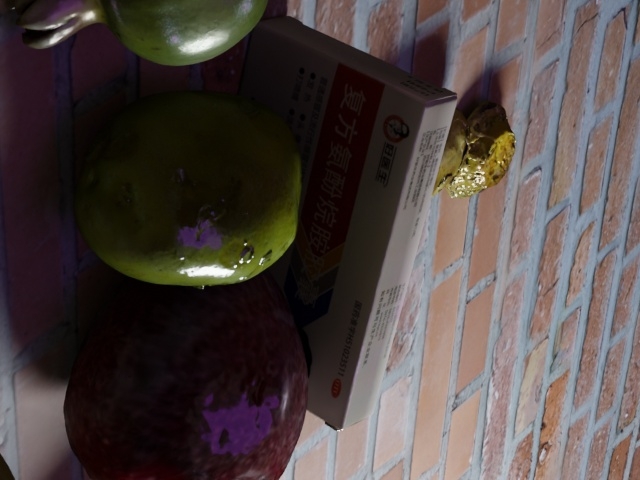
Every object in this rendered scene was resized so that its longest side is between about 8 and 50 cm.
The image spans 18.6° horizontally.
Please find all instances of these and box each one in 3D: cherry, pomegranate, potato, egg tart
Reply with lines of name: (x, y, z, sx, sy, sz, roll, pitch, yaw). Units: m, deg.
cherry: (-0.121, 0.131, 1.853, 0.230, 0.203, 0.300, 14, 82, -21)
pomegranate: (-0.135, -0.214, 1.574, 0.210, 0.179, 0.179, -52, 150, -17)
potato: (0.110, -0.093, 2.181, 0.170, 0.080, 0.107, -28, 124, -44)
egg tart: (0.193, -0.103, 2.336, 0.130, 0.052, 0.130, -42, 148, -34)
potato: (-0.110, -0.048, 1.749, 0.253, 0.186, 0.148, -36, 169, -49)

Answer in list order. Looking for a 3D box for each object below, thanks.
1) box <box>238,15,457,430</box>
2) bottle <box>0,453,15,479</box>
box: (-0.006, -0.017, 1.911, 0.069, 0.214, 0.353, -19, 129, -49)
bottle: (-0.405, 0.228, 1.518, 0.351, 0.171, 0.171, 8, 106, -58)
